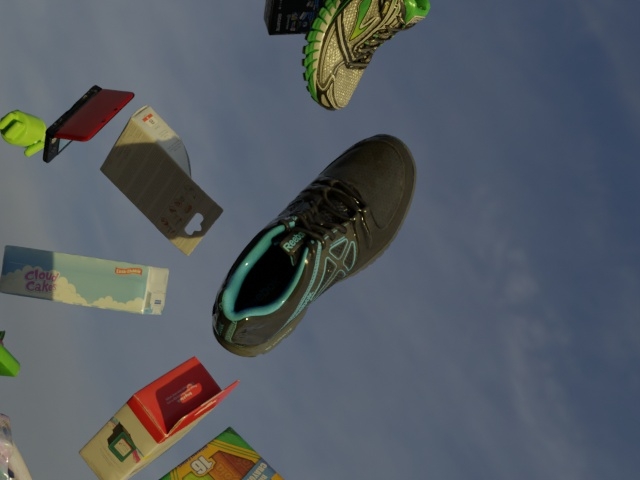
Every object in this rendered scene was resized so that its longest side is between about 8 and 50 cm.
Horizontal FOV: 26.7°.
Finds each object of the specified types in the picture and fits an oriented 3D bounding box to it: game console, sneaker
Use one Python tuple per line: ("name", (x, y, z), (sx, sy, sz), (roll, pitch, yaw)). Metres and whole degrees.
("game console", (-0.392, -0.190, 2.276), (0.085, 0.144, 0.124), (32, -38, 9))
("sneaker", (0.081, -0.356, 2.152), (0.146, 0.134, 0.344), (33, -66, 18))
("sneaker", (0.000, 0.000, 1.639), (0.125, 0.341, 0.140), (38, -12, 10))

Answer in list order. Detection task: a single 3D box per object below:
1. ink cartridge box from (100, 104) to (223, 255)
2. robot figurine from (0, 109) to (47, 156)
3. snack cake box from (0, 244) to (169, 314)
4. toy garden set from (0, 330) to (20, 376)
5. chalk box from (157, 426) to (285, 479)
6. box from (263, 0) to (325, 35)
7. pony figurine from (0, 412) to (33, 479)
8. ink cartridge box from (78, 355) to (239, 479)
("ink cartridge box", (-0.211, -0.082, 1.864), (0.179, 0.045, 0.145), (43, -39, 0))
("robot figurine", (-0.575, -0.214, 2.613), (0.101, 0.067, 0.115), (49, 11, 17))
("snack cake box", (-0.417, 0.072, 2.393), (0.152, 0.264, 0.089), (19, 79, -82))
("toy garden set", (-0.469, 0.070, 1.459), (0.244, 0.049, 0.204), (3, -32, 22))
("chalk box", (-0.121, 0.494, 2.254), (0.289, 0.180, 0.179), (38, -30, 32))
("box", (0.003, -0.448, 2.276), (0.220, 0.175, 0.051), (101, -22, -46))
("pony figurine", (-0.301, 0.357, 1.409), (0.363, 0.351, 0.303), (53, 17, -5))
("ink cartridge box", (-0.228, 0.250, 1.905), (0.078, 0.134, 0.231), (51, -49, 7))
